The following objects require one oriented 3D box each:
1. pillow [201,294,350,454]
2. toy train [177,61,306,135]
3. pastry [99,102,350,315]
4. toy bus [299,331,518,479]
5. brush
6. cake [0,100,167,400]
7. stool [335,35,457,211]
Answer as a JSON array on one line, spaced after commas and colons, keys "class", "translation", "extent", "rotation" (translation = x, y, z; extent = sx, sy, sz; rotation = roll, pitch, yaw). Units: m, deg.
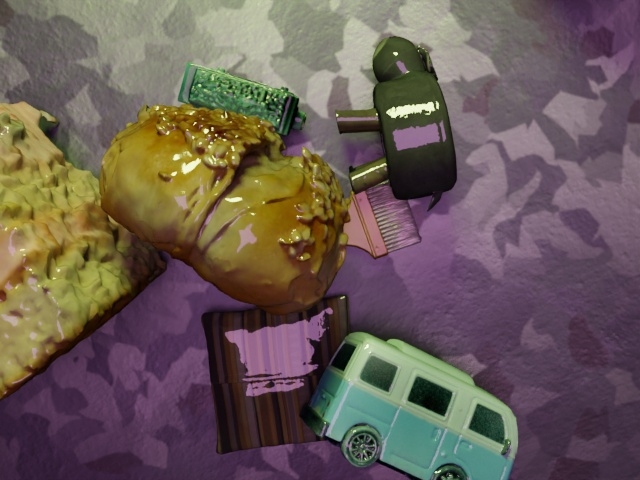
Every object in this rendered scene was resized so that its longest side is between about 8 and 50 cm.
[{"class": "pillow", "translation": [-0.054, 0.192, 0.930], "extent": [0.212, 0.052, 0.208], "rotation": [-7, 96, -1]}, {"class": "toy train", "translation": [-0.103, -0.185, 0.871], "extent": [0.172, 0.099, 0.070], "rotation": [17, 98, 0]}, {"class": "pastry", "translation": [-0.101, -0.058, 0.790], "extent": [0.315, 0.284, 0.184], "rotation": [33, 98, 6]}, {"class": "toy bus", "translation": [0.130, 0.236, 0.874], "extent": [0.271, 0.133, 0.165], "rotation": [27, 81, -10]}, {"class": "brush", "translation": [0.000, 0.000, 0.931], "extent": [0.272, 0.013, 0.103], "rotation": [-19, 95, 4]}, {"class": "cake", "translation": [-0.410, 0.025, 0.796], "extent": [0.293, 0.314, 0.307], "rotation": [-40, 95, 6]}, {"class": "stool", "translation": [0.096, -0.147, 0.861], "extent": [0.139, 0.153, 0.228], "rotation": [-11, 53, 5]}]
